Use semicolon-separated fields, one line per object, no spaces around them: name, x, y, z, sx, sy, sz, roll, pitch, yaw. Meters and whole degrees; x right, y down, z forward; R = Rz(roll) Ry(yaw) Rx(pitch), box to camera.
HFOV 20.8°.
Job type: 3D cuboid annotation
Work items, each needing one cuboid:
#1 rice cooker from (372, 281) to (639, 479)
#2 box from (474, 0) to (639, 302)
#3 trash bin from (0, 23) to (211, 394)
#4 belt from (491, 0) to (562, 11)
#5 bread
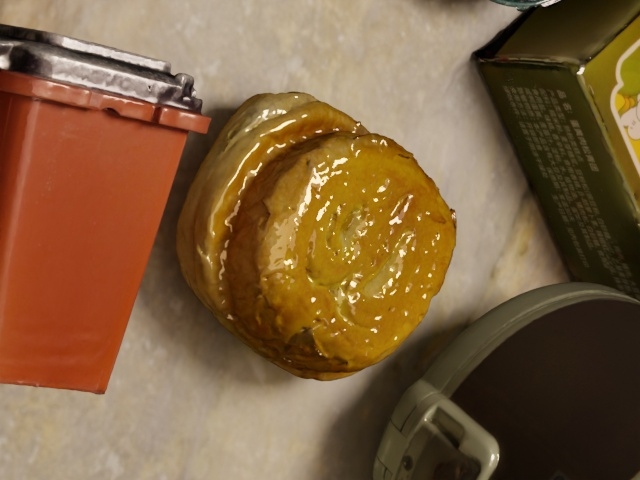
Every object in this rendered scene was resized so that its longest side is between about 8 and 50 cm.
rice cooker;0.230;0.220;1.457;0.335;0.325;0.335;-19;126;-27
box;0.375;-0.105;1.641;0.373;0.138;0.420;-42;119;-26
trash bin;-0.203;-0.023;1.181;0.184;0.161;0.238;13;92;-39
belt;0.183;-0.323;1.416;0.206;0.116;0.267;8;122;-39
bread;-0.002;0.002;1.365;0.236;0.120;0.198;39;75;-35
